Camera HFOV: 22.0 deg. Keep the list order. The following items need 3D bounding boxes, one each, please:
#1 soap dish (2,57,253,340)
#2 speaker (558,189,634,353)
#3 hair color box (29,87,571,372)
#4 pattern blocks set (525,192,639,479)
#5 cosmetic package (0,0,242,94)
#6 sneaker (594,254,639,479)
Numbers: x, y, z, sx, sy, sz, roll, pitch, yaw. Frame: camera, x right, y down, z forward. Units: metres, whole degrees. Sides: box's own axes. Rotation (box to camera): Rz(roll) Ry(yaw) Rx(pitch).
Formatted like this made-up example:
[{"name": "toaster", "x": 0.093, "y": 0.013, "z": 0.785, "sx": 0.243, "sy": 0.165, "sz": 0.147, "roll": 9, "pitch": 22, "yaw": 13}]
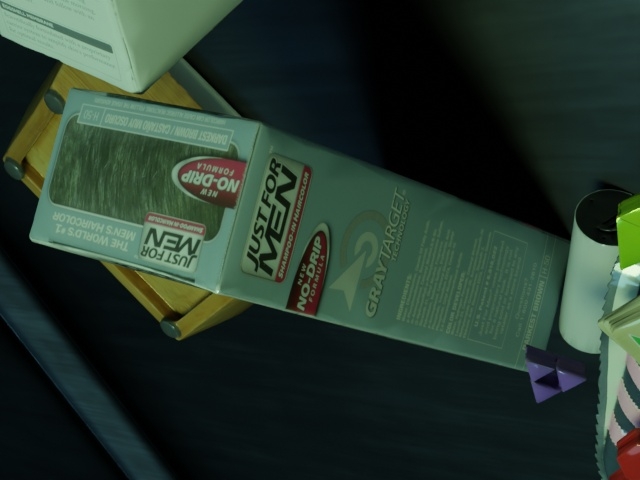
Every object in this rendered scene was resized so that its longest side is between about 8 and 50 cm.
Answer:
[{"name": "soap dish", "x": -0.149, "y": -0.050, "z": 1.490, "sx": 0.291, "sy": 0.118, "sz": 0.229, "roll": 46, "pitch": 150, "yaw": -4}, {"name": "speaker", "x": 0.210, "y": 0.024, "z": 1.222, "sx": 0.055, "sy": 0.055, "sz": 0.136, "roll": 29, "pitch": 148, "yaw": 23}, {"name": "hair color box", "x": 0.000, "y": 0.000, "z": 1.181, "sx": 0.185, "sy": 0.113, "sz": 0.374, "roll": 13, "pitch": 178, "yaw": 41}, {"name": "pattern blocks set", "x": 0.290, "y": 0.063, "z": 1.071, "sx": 0.325, "sy": 0.026, "sz": 0.285, "roll": -20, "pitch": 124, "yaw": 29}, {"name": "cosmetic package", "x": -0.120, "y": -0.262, "z": 1.073, "sx": 0.138, "sy": 0.224, "sz": 0.224, "roll": 25, "pitch": 146, "yaw": 28}, {"name": "sneaker", "x": 0.280, "y": 0.118, "z": 1.203, "sx": 0.131, "sy": 0.112, "sz": 0.319, "roll": 24, "pitch": 146, "yaw": 29}]
